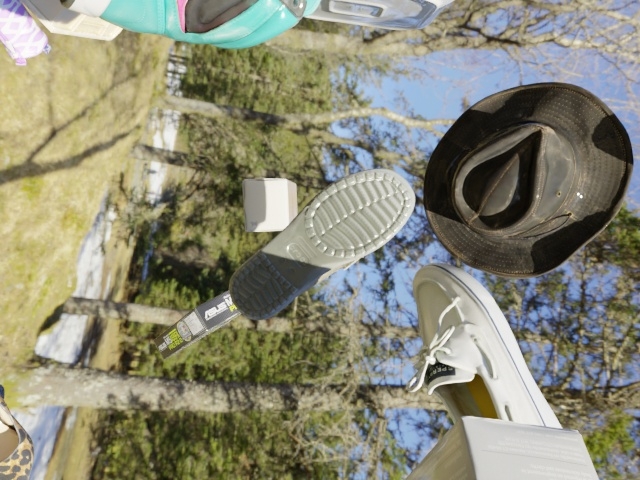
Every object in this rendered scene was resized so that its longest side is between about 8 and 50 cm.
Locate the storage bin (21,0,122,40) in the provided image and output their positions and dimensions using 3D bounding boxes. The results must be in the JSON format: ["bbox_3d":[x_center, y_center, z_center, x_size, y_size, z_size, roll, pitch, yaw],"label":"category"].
[{"bbox_3d":[-0.549,-0.569,0.961,0.123,0.262,0.260,-40,-167,14],"label":"storage bin"}]

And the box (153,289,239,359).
[{"bbox_3d":[-0.263,0.187,1.141,0.270,0.216,0.060,-35,-95,45],"label":"box"}]

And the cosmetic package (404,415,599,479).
[{"bbox_3d":[0.123,0.247,0.275,0.238,0.107,0.127,-91,-166,-46],"label":"cosmetic package"}]

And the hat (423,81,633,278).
[{"bbox_3d":[0.296,-0.102,0.725,0.331,0.134,0.331,-2,-93,33],"label":"hat"}]

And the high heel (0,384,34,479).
[{"bbox_3d":[-0.577,0.313,0.786,0.261,0.093,0.186,49,-29,30],"label":"high heel"}]

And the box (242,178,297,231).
[{"bbox_3d":[-0.142,-0.106,1.382,0.311,0.121,0.148,-75,163,-84],"label":"box"}]

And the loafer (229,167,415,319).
[{"bbox_3d":[0.000,0.000,0.570,0.094,0.251,0.087,57,4,1],"label":"loafer"}]

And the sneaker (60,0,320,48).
[{"bbox_3d":[-0.051,-0.252,0.339,0.295,0.178,0.124,-31,-115,38],"label":"sneaker"}]

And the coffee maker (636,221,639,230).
[{"bbox_3d":[0.566,-0.092,0.667,0.120,0.178,0.171,35,-93,37],"label":"coffee maker"}]

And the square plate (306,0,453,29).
[{"bbox_3d":[0.066,-0.436,0.826,0.347,0.344,0.049,-86,-177,-75],"label":"square plate"}]

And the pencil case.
[{"bbox_3d":[-0.599,-0.428,0.847,0.206,0.086,0.088,69,33,-57],"label":"pencil case"}]

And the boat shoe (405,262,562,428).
[{"bbox_3d":[0.197,0.188,0.681,0.136,0.156,0.367,-57,-138,44],"label":"boat shoe"}]
